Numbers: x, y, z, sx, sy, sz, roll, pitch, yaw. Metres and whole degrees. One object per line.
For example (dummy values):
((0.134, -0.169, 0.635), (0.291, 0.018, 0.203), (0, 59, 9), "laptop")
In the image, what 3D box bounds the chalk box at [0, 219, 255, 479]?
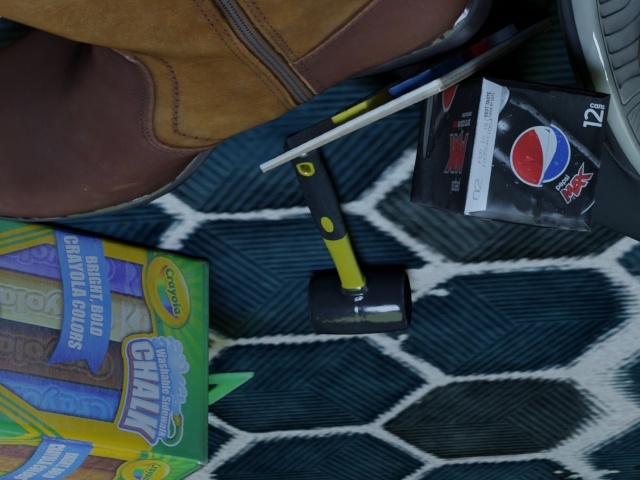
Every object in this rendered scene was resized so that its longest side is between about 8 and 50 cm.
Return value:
((-0.145, 0.082, 0.910), (0.213, 0.132, 0.132), (14, 149, -27), "chalk box")

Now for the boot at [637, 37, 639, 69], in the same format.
((0.204, -0.159, 0.503), (0.236, 0.089, 0.269), (-22, 147, 5), "boot")

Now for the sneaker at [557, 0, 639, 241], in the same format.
((0.140, -0.059, 0.716), (0.118, 0.083, 0.222), (23, 155, 52), "sneaker")

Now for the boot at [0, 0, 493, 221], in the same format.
((-0.082, -0.070, 0.541), (0.264, 0.096, 0.280), (-12, 177, 18), "boot")

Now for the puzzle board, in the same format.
((0.039, -0.068, 0.684), (0.096, 0.011, 0.128), (-22, -174, 34), "puzzle board")

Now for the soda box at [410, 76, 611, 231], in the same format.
((0.079, -0.038, 0.687), (0.053, 0.060, 0.169), (7, -178, -5), "soda box")

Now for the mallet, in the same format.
((0.000, 0.000, 0.873), (0.062, 0.039, 0.189), (-8, 147, 17), "mallet")
